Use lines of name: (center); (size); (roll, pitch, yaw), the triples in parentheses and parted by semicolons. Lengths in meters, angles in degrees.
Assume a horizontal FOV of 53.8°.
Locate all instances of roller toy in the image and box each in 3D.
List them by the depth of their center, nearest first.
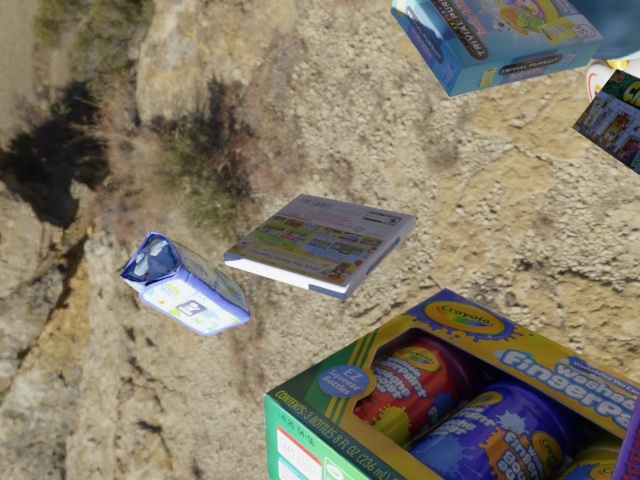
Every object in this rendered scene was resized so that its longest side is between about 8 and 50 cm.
roller toy: (0.761, -0.377, 1.584); (0.146, 0.209, 0.191); (-20, 80, 8)

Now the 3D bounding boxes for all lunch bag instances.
lunch bag: (-0.176, 0.061, 0.848); (0.151, 0.129, 0.096); (8, 65, 51)

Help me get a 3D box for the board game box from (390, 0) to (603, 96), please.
board game box: (0.349, -0.432, 1.263); (0.079, 0.336, 0.253); (106, 143, -56)

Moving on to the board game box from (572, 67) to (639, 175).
board game box: (0.542, -0.210, 1.100); (0.136, 0.030, 0.259); (-55, 18, 20)

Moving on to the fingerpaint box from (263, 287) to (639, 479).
fingerpaint box: (0.211, 0.270, 0.782); (0.445, 0.371, 0.163); (28, 129, 41)

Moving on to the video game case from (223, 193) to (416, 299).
video game case: (0.000, 0.000, 0.975); (0.227, 0.206, 0.026); (14, 129, 33)

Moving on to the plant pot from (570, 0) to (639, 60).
plant pot: (0.655, -0.569, 1.425); (0.293, 0.293, 0.196); (45, 155, 37)

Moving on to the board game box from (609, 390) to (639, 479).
board game box: (0.415, 0.138, 0.577); (0.208, 0.056, 0.346); (10, 51, 40)
